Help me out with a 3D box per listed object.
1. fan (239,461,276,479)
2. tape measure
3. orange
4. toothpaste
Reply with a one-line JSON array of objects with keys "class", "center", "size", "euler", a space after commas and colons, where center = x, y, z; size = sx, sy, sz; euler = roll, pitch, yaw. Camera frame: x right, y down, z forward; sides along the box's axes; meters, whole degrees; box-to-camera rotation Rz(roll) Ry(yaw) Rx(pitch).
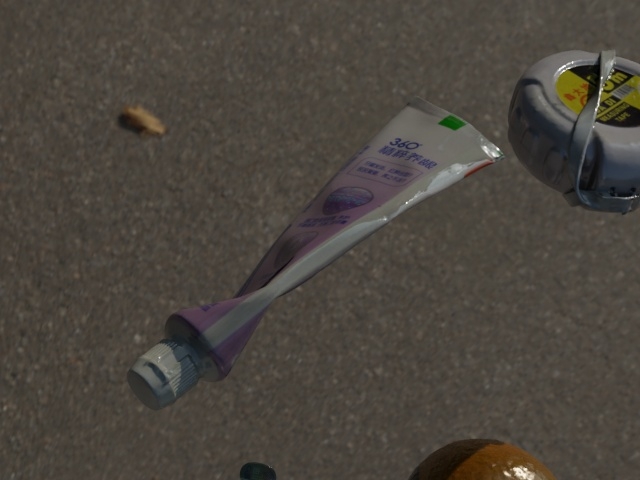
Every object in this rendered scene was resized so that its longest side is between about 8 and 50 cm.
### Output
[{"class": "fan", "center": [-0.114, 0.406, 1.943], "size": [0.060, 0.080, 0.003], "euler": [40, 9, -3]}, {"class": "tape measure", "center": [0.298, -0.122, 1.218], "size": [0.236, 0.120, 0.197], "euler": [-31, 56, -34]}, {"class": "orange", "center": [0.173, 0.312, 1.243], "size": [0.206, 0.206, 0.206], "euler": [12, 55, -17]}, {"class": "toothpaste", "center": [0.000, 0.000, 0.705], "size": [0.301, 0.075, 0.048], "euler": [-40, 125, -32]}]
